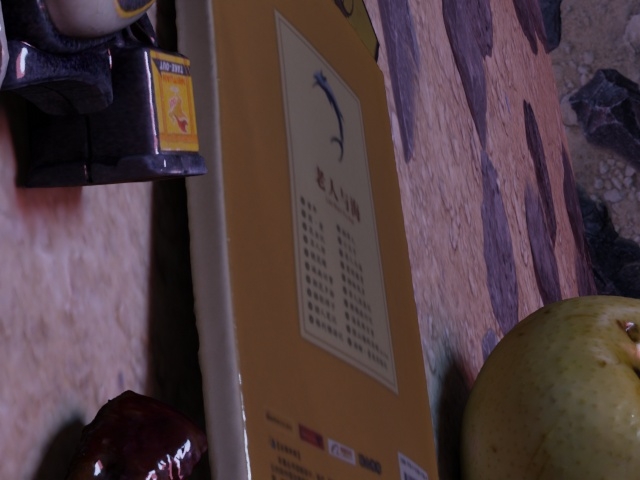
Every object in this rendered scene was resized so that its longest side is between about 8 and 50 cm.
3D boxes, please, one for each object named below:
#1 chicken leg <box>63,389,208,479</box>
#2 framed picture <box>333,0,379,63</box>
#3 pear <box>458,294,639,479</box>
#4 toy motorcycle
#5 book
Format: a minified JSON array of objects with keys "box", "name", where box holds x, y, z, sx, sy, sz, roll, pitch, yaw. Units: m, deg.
[{"box":[-0.106,0.104,0.375,0.322,0.083,0.177,37,34,-63],"name":"chicken leg"},{"box":[-0.009,-0.153,0.928,0.324,0.013,0.244,-81,154,-48],"name":"framed picture"},{"box":[0.269,0.206,1.151,0.309,0.309,0.309,-10,90,-73],"name":"pear"},{"box":[-0.114,-0.083,0.428,0.263,0.090,0.157,-21,105,-75],"name":"toy motorcycle"},{"box":[0.000,0.000,0.738,0.269,0.032,0.389,41,37,-54],"name":"book"}]
